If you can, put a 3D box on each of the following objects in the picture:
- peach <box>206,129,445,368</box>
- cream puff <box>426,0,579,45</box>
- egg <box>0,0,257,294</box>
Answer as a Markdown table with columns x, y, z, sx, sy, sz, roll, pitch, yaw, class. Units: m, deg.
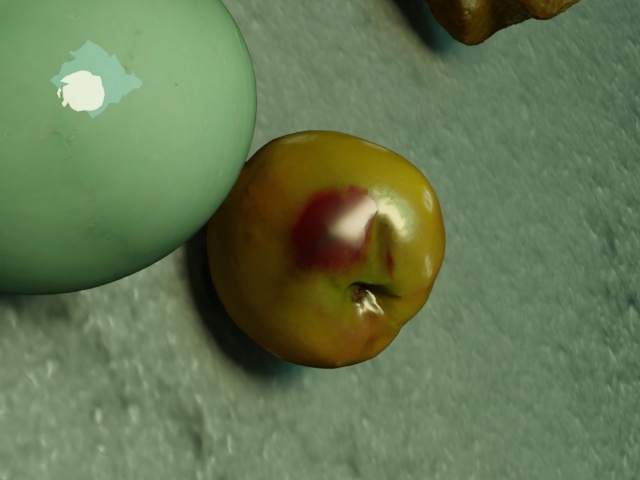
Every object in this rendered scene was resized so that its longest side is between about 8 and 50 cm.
| x | y | z | sx | sy | sz | roll | pitch | yaw | class |
| --- | --- | --- | --- | --- | --- | --- | --- | --- | --- |
| 0.000 | 0.000 | 0.921 | 0.138 | 0.138 | 0.138 | 34 | 46 | -43 | peach |
| 0.120 | -0.295 | 1.219 | 0.269 | 0.241 | 0.155 | 44 | 21 | 16 | cream puff |
| -0.119 | -0.061 | 0.745 | 0.231 | 0.168 | 0.168 | -22 | 90 | -63 | egg |
